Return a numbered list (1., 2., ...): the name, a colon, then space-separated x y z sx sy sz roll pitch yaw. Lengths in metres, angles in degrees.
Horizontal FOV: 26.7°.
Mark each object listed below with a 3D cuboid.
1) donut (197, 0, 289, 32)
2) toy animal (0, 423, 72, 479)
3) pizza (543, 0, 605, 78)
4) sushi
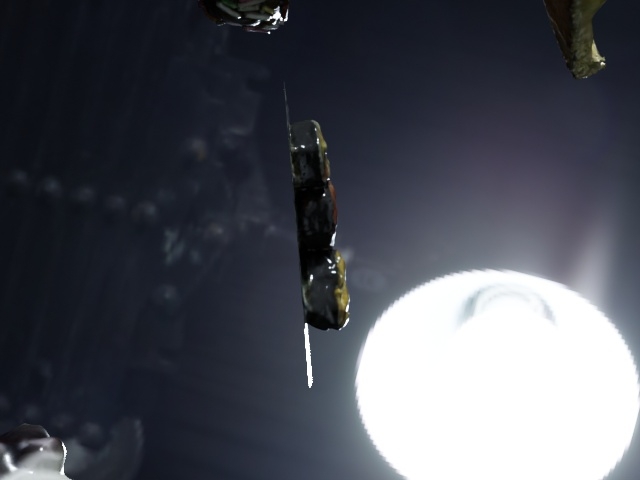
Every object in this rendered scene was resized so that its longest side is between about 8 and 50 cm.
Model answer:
1. donut: -0.092 -0.348 1.418 0.269 0.103 0.270 174 90 -82
2. toy animal: -0.111 0.246 0.576 0.310 0.250 0.251 -117 38 -71
3. pizza: 0.223 -0.240 1.148 0.188 0.080 0.204 -104 -7 -81
4. sushi: 0.000 0.000 0.897 0.139 0.031 0.201 108 157 -89
